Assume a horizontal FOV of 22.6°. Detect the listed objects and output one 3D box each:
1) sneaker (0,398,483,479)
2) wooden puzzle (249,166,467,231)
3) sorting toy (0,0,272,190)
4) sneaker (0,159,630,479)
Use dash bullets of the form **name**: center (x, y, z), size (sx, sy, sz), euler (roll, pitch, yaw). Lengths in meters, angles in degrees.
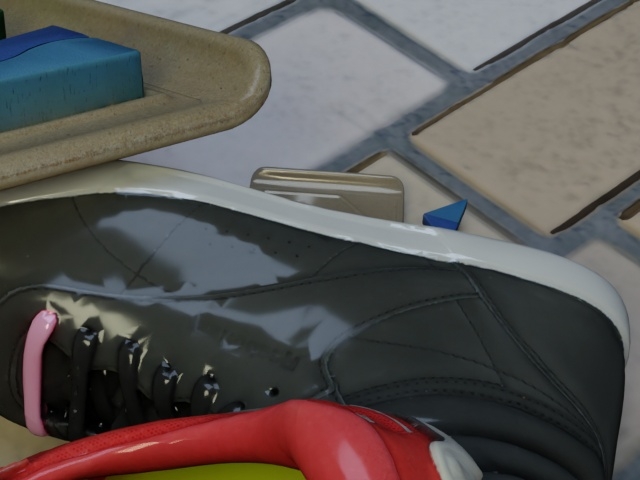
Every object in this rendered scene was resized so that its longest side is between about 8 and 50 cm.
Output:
- **sneaker**: center (-0.093, 0.097, 0.438), size (0.279, 0.118, 0.107), euler (-21, 67, 11)
- **wooden puzzle**: center (0.000, 0.000, 0.674), size (0.116, 0.014, 0.078), euler (9, 48, 6)
- **sorting toy**: center (-0.195, -0.065, 0.617), size (0.229, 0.041, 0.307), euler (-23, 28, -33)
- **sneaker**: center (-0.034, 0.061, 0.538), size (0.296, 0.104, 0.147), euler (7, 39, -3)
